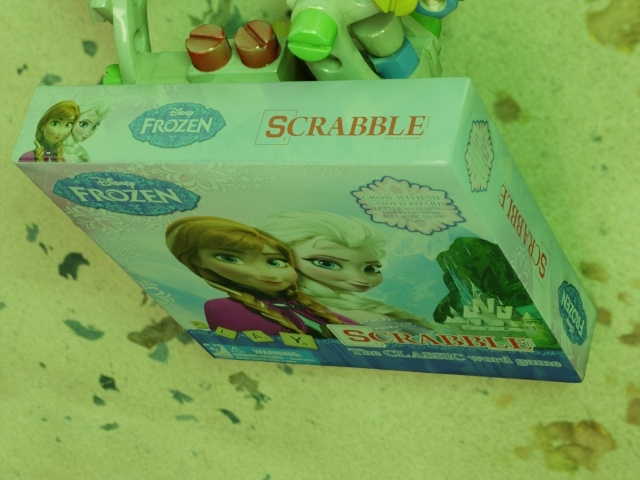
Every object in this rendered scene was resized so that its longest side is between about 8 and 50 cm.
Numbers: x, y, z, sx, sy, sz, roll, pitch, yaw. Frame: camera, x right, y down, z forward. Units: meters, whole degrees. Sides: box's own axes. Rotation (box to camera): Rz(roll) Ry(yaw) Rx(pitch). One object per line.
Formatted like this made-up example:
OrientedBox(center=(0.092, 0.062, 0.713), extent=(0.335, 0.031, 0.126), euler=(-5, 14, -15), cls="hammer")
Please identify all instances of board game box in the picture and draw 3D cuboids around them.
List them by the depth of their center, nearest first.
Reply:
OrientedBox(center=(0.000, 0.000, 1.119), extent=(0.319, 0.066, 0.318), euler=(1, 152, 27), cls="board game box")

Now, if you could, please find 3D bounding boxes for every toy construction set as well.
OrientedBox(center=(-0.049, -0.143, 1.102), extent=(0.328, 0.151, 0.215), euler=(15, 149, 28), cls="toy construction set")
